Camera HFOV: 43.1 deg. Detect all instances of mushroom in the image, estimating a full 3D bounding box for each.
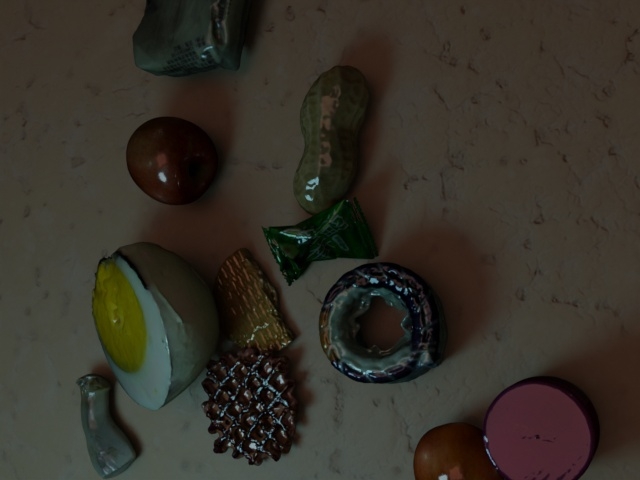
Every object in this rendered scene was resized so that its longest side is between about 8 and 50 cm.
[{"bbox_3d":[-0.467,0.392,1.732,0.092,0.081,0.223,-34,70,34],"label":"mushroom"}]

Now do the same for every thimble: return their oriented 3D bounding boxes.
[{"bbox_3d":[0.123,0.157,1.485,0.237,0.150,0.237,-3,82,20],"label":"thimble"}]

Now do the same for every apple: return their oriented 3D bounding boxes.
[{"bbox_3d":[0.239,0.394,1.408,0.163,0.163,0.139,-15,50,20],"label":"apple"},{"bbox_3d":[-0.309,-0.164,1.679,0.168,0.181,0.181,13,89,31],"label":"apple"}]

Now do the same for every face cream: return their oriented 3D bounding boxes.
[{"bbox_3d":[0.369,0.313,1.342,0.175,0.195,0.175,-2,85,21],"label":"face cream"}]

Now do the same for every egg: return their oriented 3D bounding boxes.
[{"bbox_3d":[-0.306,0.156,1.620,0.337,0.201,0.337,29,128,45],"label":"egg"}]

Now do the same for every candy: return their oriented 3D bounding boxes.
[{"bbox_3d":[-0.001,-0.004,1.570,0.203,0.141,0.078,-17,45,16],"label":"candy"}]

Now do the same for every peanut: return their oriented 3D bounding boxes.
[{"bbox_3d":[0.014,-0.195,1.586,0.136,0.120,0.298,8,88,46],"label":"peanut"}]

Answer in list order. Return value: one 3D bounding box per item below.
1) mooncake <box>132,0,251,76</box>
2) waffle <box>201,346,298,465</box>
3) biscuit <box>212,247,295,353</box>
[{"bbox_3d":[-0.261,-0.470,1.716,0.254,0.136,0.250,4,84,27],"label":"mooncake"},{"bbox_3d":[-0.140,0.331,1.615,0.221,0.055,0.234,-9,85,24],"label":"waffle"},{"bbox_3d":[-0.149,0.140,1.656,0.144,0.033,0.224,-37,73,18],"label":"biscuit"}]
